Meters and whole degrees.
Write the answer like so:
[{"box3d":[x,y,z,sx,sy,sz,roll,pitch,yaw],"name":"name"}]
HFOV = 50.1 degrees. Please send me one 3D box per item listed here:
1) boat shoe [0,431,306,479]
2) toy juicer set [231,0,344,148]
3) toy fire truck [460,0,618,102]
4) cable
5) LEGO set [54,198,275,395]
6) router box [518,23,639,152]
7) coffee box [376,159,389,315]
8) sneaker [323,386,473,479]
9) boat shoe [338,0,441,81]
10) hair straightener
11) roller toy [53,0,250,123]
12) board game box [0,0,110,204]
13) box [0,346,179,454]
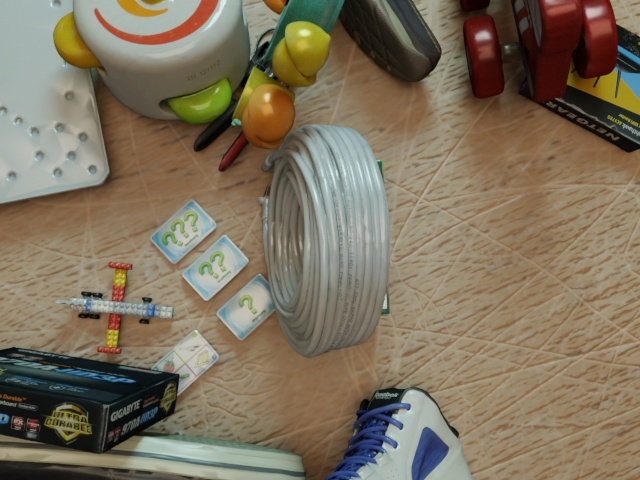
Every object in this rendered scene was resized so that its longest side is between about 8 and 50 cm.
[{"box3d":[-0.267,0.285,0.760,0.500,0.187,0.156,10,77,-9],"name":"boat shoe"},{"box3d":[-0.022,-0.249,0.712,0.089,0.209,0.329,23,112,-11],"name":"toy juicer set"},{"box3d":[0.243,-0.319,0.784,0.169,0.254,0.302,-8,75,11],"name":"toy fire truck"},{"box3d":[0.000,0.000,0.766,0.089,0.257,0.257,-1,80,-17],"name":"cable"},{"box3d":[-0.194,0.088,0.844,0.244,0.060,0.182,-42,86,-6],"name":"LEGO set"},{"box3d":[0.375,-0.218,0.916,0.178,0.046,0.133,27,85,-2],"name":"router box"},{"box3d":[0.055,0.000,0.841,0.040,0.113,0.184,-2,84,-4],"name":"coffee box"},{"box3d":[0.059,0.266,0.788,0.315,0.127,0.182,3,69,-39],"name":"sneaker"},{"box3d":[0.058,-0.371,0.862,0.130,0.132,0.355,-34,90,-6],"name":"boat shoe"},{"box3d":[-0.090,-0.202,0.878,0.089,0.047,0.230,37,84,-1],"name":"hair straightener"},{"box3d":[-0.185,-0.256,0.809,0.209,0.146,0.191,19,72,7],"name":"roller toy"},{"box3d":[-0.485,-0.220,0.848,0.389,0.050,0.390,-12,87,-5],"name":"board game box"},{"box3d":[-0.287,0.163,0.731,0.220,0.175,0.051,7,90,11],"name":"box"}]
